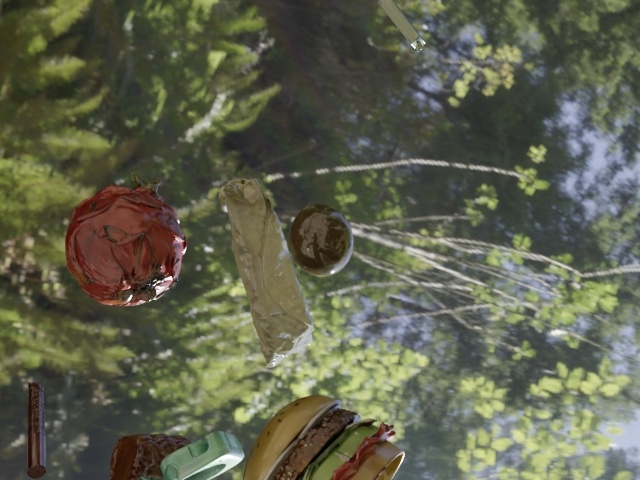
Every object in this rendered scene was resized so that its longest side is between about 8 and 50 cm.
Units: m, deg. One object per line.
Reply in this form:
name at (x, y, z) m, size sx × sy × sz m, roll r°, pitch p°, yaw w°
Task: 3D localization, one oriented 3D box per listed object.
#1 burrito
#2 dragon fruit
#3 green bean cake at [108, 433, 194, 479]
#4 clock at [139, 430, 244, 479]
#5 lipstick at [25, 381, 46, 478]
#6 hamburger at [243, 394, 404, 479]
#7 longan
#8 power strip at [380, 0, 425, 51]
burrito at (-0.068, 0.042, 1.381) m, size 0.059 × 0.082 × 0.275 m, roll 16°, pitch -49°, yaw 42°
dragon fruit at (-0.278, 0.006, 1.533) m, size 0.172 × 0.172 × 0.209 m, roll -38°, pitch -143°, yaw 25°
green bean cake at (-0.269, 0.415, 1.669) m, size 0.097 × 0.198 × 0.232 m, roll -20°, pitch -115°, yaw 39°
clock at (-0.176, 0.305, 1.468) m, size 0.135 × 0.101 × 0.041 m, roll -27°, pitch -109°, yaw 3°
lipstick at (-0.398, 0.260, 1.513) m, size 0.027 × 0.027 × 0.176 m, roll -48°, pitch -147°, yaw 19°
hamburger at (-0.004, 0.240, 1.150) m, size 0.137 × 0.175 × 0.175 m, roll 39°, pitch -76°, yaw 16°
longan at (0.000, 0.000, 1.544) m, size 0.092 × 0.113 × 0.113 m, roll -16°, pitch -118°, yaw -8°
power strip at (0.100, -0.259, 1.301) m, size 0.017 × 0.027 × 0.083 m, roll -41°, pitch -116°, yaw 15°
